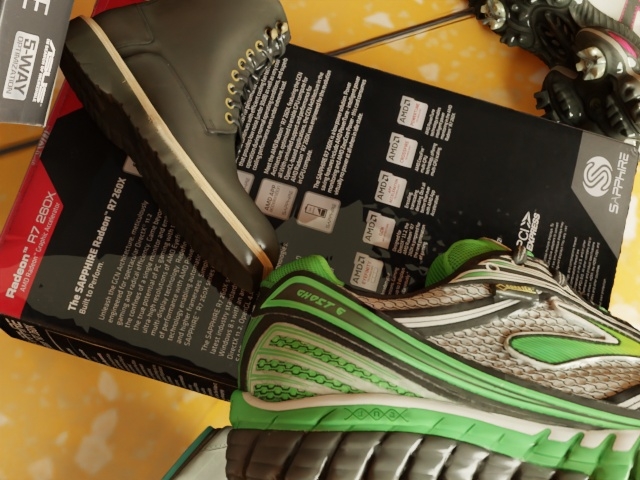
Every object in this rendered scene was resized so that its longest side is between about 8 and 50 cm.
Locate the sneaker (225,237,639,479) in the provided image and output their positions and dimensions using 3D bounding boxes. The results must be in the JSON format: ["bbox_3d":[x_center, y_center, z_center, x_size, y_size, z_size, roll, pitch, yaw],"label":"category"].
[{"bbox_3d":[0.125,0.064,0.486,0.344,0.134,0.146,2,72,-5],"label":"sneaker"}]

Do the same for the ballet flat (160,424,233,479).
[{"bbox_3d":[-0.111,0.200,0.551,0.068,0.072,0.213,45,73,6],"label":"ballet flat"}]

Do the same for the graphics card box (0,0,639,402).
[{"bbox_3d":[0.000,0.000,0.614,0.371,0.094,0.232,16,71,2],"label":"graphics card box"}]

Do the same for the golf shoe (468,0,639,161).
[{"bbox_3d":[0.192,-0.179,0.700,0.120,0.105,0.272,-19,78,-29],"label":"golf shoe"}]

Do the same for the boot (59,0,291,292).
[{"bbox_3d":[-0.050,-0.081,0.554,0.137,0.077,0.198,-32,77,-20],"label":"boot"}]

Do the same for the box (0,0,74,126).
[{"bbox_3d":[-0.275,-0.218,0.509,0.307,0.076,0.242,16,97,9],"label":"box"}]
